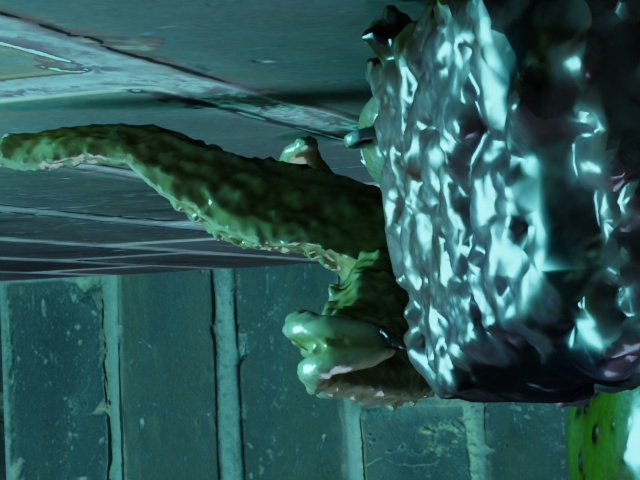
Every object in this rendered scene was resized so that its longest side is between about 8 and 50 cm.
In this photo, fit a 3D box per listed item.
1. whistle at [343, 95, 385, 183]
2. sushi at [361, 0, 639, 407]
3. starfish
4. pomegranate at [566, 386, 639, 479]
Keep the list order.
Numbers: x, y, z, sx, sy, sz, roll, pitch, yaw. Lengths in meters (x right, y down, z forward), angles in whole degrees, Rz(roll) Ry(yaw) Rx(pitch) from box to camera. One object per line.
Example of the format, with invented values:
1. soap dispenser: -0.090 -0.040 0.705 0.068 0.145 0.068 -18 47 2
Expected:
1. whistle: 0.108 -0.066 0.921 0.220 0.057 0.107 -6 165 -26
2. sushi: 0.149 -0.018 0.710 0.236 0.171 0.270 -1 177 -18
3. starfish: 0.000 0.000 1.017 0.324 0.082 0.432 32 -167 26
4. pomegranate: 0.273 0.075 1.032 0.291 0.323 0.291 -15 169 -3
